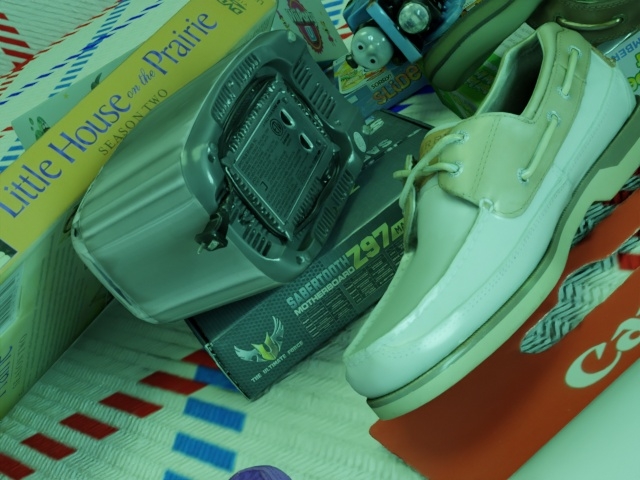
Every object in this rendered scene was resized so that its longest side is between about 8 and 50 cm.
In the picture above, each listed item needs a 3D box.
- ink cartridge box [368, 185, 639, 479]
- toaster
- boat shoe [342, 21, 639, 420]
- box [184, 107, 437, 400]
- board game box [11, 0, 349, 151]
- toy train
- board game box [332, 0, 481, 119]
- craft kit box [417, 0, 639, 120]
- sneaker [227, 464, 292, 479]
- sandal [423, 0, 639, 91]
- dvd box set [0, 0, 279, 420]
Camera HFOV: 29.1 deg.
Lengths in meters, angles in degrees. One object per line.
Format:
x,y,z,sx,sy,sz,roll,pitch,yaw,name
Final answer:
0.195,0.018,0.549,0.308,0.091,0.385,-40,23,-12,ink cartridge box
-0.071,-0.034,0.851,0.146,0.129,0.227,-25,27,36,toaster
0.093,-0.021,0.730,0.113,0.103,0.302,-29,14,49,boat shoe
0.000,0.000,0.921,0.233,0.059,0.183,-38,22,-5,box
-0.144,-0.164,1.336,0.303,0.097,0.224,-28,1,20,board game box
0.071,-0.205,1.106,0.105,0.080,0.184,-39,14,22,toy train
0.106,-0.195,1.205,0.201,0.035,0.136,-31,21,11,board game box
0.215,-0.169,0.965,0.247,0.061,0.250,-32,21,2,craft kit box
-0.084,0.188,0.591,0.095,0.104,0.236,-15,28,45,sneaker
0.183,-0.171,0.833,0.120,0.086,0.303,-36,-1,-32,sandal
-0.203,-0.008,1.041,0.420,0.062,0.307,-51,-7,-34,dvd box set
